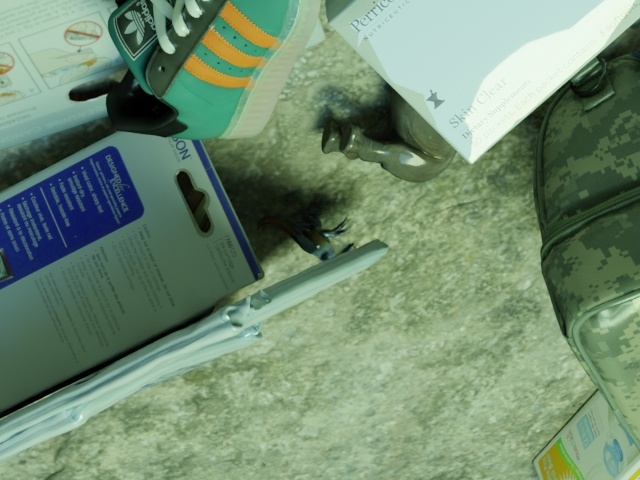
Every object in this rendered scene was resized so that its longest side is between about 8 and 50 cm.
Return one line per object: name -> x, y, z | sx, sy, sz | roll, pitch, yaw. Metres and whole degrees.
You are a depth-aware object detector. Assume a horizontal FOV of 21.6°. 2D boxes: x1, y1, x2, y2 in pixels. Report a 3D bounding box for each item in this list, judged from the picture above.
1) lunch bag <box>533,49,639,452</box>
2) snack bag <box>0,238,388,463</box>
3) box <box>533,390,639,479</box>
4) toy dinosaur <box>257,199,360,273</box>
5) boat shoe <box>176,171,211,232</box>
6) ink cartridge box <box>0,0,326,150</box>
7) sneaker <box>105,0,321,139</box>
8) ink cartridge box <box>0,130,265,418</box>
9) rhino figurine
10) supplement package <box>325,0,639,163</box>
lunch bag -> 0.307, 0.015, 1.425 | 0.212, 0.256, 0.305 | -27, 135, 13
snack bag -> -0.125, 0.100, 1.377 | 0.342, 0.037, 0.323 | -27, 178, 25
box -> 0.327, 0.219, 1.726 | 0.103, 0.114, 0.203 | 16, 128, -27
toy dinosaur -> 0.000, 0.000, 1.498 | 0.090, 0.047, 0.082 | 11, 150, 21
boat shoe -> -0.146, 0.010, 1.448 | 0.060, 0.064, 0.178 | 34, 121, -2
ink cartridge box -> -0.180, -0.230, 1.210 | 0.308, 0.091, 0.385 | -18, 152, 3
sneaker -> -0.082, -0.161, 1.178 | 0.121, 0.108, 0.302 | -10, 151, -20
ink cartridge box -> -0.213, 0.030, 1.372 | 0.332, 0.165, 0.065 | -26, 173, 13
rhino figurine -> 0.097, -0.143, 1.346 | 0.106, 0.073, 0.243 | 14, 127, -21
supplement package -> 0.142, -0.220, 1.151 | 0.262, 0.204, 0.145 | -42, 110, 17
